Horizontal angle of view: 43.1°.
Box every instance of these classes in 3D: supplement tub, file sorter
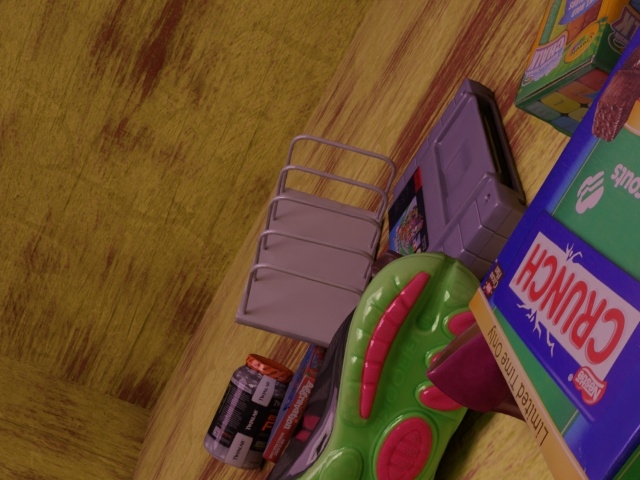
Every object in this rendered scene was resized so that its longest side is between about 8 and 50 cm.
[{"bbox_3d":[-0.128,0.313,1.493,0.190,0.117,0.117,-66,13,0],"label":"supplement tub"},{"bbox_3d":[0.000,0.000,1.283,0.173,0.193,0.277,106,179,-54],"label":"file sorter"}]

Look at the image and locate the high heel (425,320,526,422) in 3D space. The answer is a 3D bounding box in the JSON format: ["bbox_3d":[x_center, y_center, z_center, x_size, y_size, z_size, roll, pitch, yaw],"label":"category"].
[{"bbox_3d":[0.171,0.045,0.754,0.082,0.117,0.244,-41,28,63],"label":"high heel"}]

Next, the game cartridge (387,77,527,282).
[{"bbox_3d":[0.168,-0.051,1.090,0.230,0.068,0.355,-54,17,30],"label":"game cartridge"}]

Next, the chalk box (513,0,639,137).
[{"bbox_3d":[0.266,-0.157,0.705,0.213,0.132,0.132,-69,12,-13],"label":"chalk box"}]

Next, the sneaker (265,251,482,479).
[{"bbox_3d":[0.047,0.233,0.895,0.483,0.185,0.202,-60,-5,11],"label":"sneaker"}]

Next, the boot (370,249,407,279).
[{"bbox_3d":[0.085,0.061,1.018,0.106,0.037,0.114,-60,21,-9],"label":"boot"}]

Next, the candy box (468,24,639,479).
[{"bbox_3d":[0.247,-0.005,0.529,0.317,0.122,0.268,-63,13,18],"label":"candy box"}]

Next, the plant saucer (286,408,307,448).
[{"bbox_3d":[-0.003,0.295,1.199,0.241,0.037,0.241,-60,14,26],"label":"plant saucer"}]

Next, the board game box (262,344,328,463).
[{"bbox_3d":[-0.030,0.235,1.306,0.281,0.027,0.145,-63,-2,-78],"label":"board game box"}]
